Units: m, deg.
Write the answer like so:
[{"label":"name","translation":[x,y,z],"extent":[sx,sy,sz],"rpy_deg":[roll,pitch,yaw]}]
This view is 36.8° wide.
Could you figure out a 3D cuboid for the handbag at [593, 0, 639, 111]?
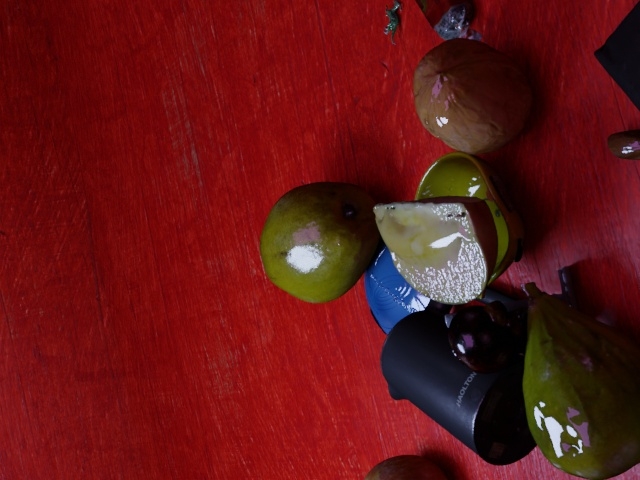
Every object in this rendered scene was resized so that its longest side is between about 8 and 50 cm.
[{"label":"handbag","translation":[0.530,-0.269,1.386],"extent":[0.247,0.080,0.223],"rpy_deg":[60,141,26]}]

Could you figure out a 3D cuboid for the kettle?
[{"label":"kettle","translation":[0.268,0.232,1.802],"extent":[0.308,0.203,0.262],"rpy_deg":[29,124,52]}]

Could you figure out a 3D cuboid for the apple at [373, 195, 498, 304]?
[{"label":"apple","translation":[0.223,0.011,1.687],"extent":[0.265,0.120,0.193],"rpy_deg":[0,108,56]}]

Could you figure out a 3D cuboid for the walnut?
[{"label":"walnut","translation":[0.260,-0.249,1.664],"extent":[0.195,0.221,0.195],"rpy_deg":[-13,68,36]}]

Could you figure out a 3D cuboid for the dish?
[{"label":"dish","translation":[0.295,-0.037,1.766],"extent":[0.262,0.108,0.221],"rpy_deg":[61,141,27]}]

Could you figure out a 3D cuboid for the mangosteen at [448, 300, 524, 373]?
[{"label":"mangosteen","translation":[0.284,0.157,1.625],"extent":[0.140,0.140,0.140],"rpy_deg":[20,115,52]}]

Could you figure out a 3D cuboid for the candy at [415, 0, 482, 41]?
[{"label":"candy","translation":[0.220,-0.460,1.807],"extent":[0.086,0.059,0.292],"rpy_deg":[-51,58,45]}]

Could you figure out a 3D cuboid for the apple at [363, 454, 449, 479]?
[{"label":"apple","translation":[0.184,0.546,2.024],"extent":[0.188,0.173,0.188],"rpy_deg":[27,122,53]}]

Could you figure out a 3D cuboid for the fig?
[{"label":"fig","translation":[0.439,0.219,1.536],"extent":[0.233,0.233,0.314],"rpy_deg":[-9,81,56]}]

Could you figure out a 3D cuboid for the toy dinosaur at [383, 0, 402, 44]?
[{"label":"toy dinosaur","translation":[0.152,-0.444,1.947],"extent":[0.062,0.021,0.083],"rpy_deg":[-49,57,34]}]

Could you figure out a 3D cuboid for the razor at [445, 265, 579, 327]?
[{"label":"razor","translation":[0.334,0.118,1.694],"extent":[0.231,0.068,0.106],"rpy_deg":[-12,87,20]}]

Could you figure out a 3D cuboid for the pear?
[{"label":"pear","translation":[0.000,0.000,2.085],"extent":[0.307,0.252,0.253],"rpy_deg":[-43,63,57]}]

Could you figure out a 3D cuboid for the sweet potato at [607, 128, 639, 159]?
[{"label":"sweet potato","translation":[0.500,-0.147,1.491],"extent":[0.117,0.049,0.049],"rpy_deg":[8,105,55]}]

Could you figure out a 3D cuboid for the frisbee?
[{"label":"frisbee","translation":[0.161,0.110,2.060],"extent":[0.242,0.045,0.242],"rpy_deg":[19,113,54]}]
